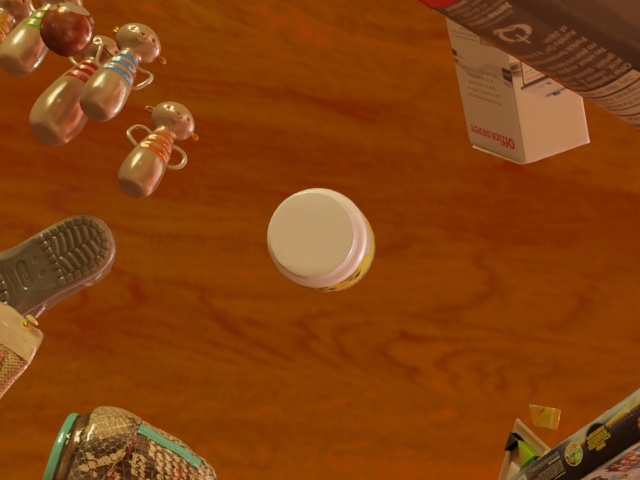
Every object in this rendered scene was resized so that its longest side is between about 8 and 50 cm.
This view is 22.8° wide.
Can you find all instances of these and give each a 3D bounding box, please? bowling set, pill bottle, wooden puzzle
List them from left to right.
[{"bbox_3d":[-0.236,-0.195,1.637,0.287,0.200,0.154,32,53,-6],"label":"bowling set"},{"bbox_3d":[0.000,0.000,1.888,0.119,0.208,0.119,0,86,6],"label":"pill bottle"},{"bbox_3d":[0.150,0.176,1.199,0.014,0.078,0.116,12,95,-15],"label":"wooden puzzle"},{"bbox_3d":[0.204,-0.167,0.985,0.318,0.176,0.176,27,100,-19],"label":"pill bottle"}]

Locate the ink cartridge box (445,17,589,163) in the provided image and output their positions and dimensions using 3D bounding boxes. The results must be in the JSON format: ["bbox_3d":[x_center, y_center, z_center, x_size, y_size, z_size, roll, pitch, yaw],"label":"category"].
[{"bbox_3d":[0.195,-0.188,1.615,0.082,0.139,0.191,-18,108,-15],"label":"ink cartridge box"}]

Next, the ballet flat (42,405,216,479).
[{"bbox_3d":[-0.218,0.366,1.410,0.182,0.164,0.483,25,115,-4],"label":"ballet flat"}]

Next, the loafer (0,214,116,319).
[{"bbox_3d":[-0.324,0.056,1.674,0.251,0.094,0.087,-21,164,5],"label":"loafer"}]

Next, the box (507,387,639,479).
[{"bbox_3d":[0.180,0.116,0.873,0.094,0.027,0.137,8,142,-38],"label":"box"}]

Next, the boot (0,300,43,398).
[{"bbox_3d":[-0.256,-0.002,0.993,0.203,0.095,0.262,35,55,-18],"label":"boot"}]
